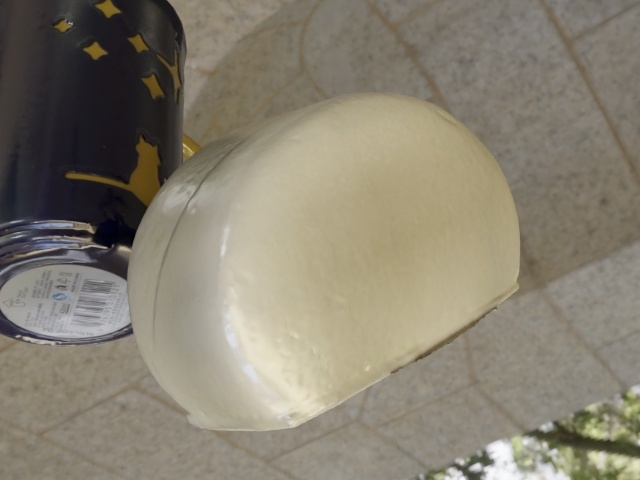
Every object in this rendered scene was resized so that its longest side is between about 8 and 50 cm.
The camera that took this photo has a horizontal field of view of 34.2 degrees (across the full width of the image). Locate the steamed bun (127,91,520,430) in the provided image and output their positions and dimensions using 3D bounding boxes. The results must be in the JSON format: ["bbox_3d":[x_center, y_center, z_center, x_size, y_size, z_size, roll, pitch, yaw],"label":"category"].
[{"bbox_3d":[0.000,0.000,0.644,0.241,0.146,0.164,-24,-82,-37],"label":"steamed bun"}]

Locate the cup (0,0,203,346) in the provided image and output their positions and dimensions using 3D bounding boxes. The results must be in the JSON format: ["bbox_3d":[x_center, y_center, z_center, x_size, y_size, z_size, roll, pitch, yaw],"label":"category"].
[{"bbox_3d":[-0.153,-0.054,0.824,0.254,0.178,0.256,10,-127,-23],"label":"cup"}]
